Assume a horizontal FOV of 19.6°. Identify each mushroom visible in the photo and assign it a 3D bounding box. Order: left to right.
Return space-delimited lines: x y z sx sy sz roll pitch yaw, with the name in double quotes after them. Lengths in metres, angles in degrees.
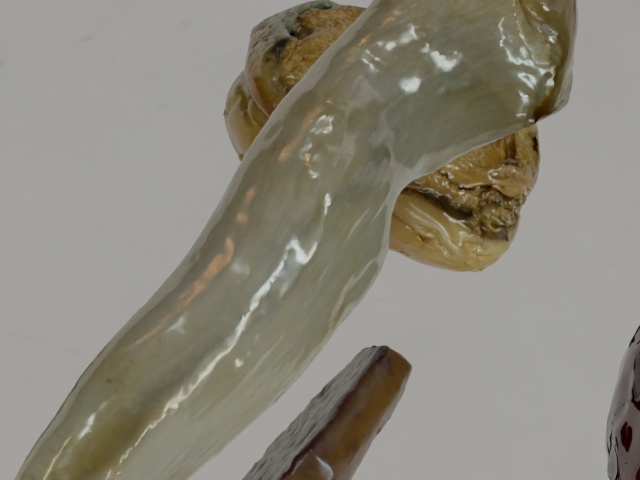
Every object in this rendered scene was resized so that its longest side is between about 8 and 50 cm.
-0.001 -0.002 0.462 0.202 0.054 0.059 -48 145 -24 "mushroom"

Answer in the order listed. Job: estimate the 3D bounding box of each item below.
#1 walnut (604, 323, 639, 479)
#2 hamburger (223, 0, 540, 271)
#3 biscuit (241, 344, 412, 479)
0.199 0.043 0.471 0.222 0.269 0.244 55 40 -17 "walnut"
0.055 -0.096 1.686 0.318 0.319 0.158 17 115 -18 "hamburger"
-0.053 0.212 1.352 0.046 0.359 0.359 40 79 -1 "biscuit"
